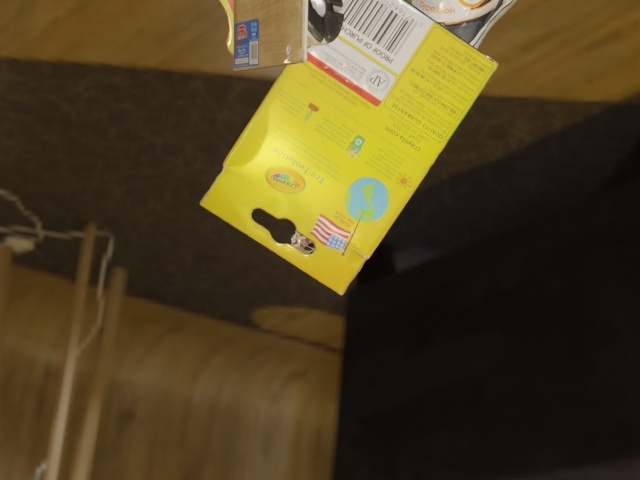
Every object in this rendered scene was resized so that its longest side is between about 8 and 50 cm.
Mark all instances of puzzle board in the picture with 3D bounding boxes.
[{"bbox_3d":[-0.029,-0.153,0.786,0.011,0.096,0.128,-2,-175,-21],"label":"puzzle board"}]

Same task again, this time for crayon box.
[{"bbox_3d":[0.029,-0.125,1.485,0.202,0.318,0.081,34,-175,-6],"label":"crayon box"}]

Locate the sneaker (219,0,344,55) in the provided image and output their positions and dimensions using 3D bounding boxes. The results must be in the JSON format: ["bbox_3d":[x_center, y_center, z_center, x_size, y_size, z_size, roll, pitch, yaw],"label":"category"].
[{"bbox_3d":[-0.064,-0.219,0.909,0.094,0.208,0.081,-23,173,37],"label":"sneaker"}]

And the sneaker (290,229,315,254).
[{"bbox_3d":[0.000,0.000,1.671,0.038,0.069,0.098,10,123,-36],"label":"sneaker"}]

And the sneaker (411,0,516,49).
[{"bbox_3d":[0.214,-0.376,1.819,0.126,0.321,0.127,12,134,15],"label":"sneaker"}]
